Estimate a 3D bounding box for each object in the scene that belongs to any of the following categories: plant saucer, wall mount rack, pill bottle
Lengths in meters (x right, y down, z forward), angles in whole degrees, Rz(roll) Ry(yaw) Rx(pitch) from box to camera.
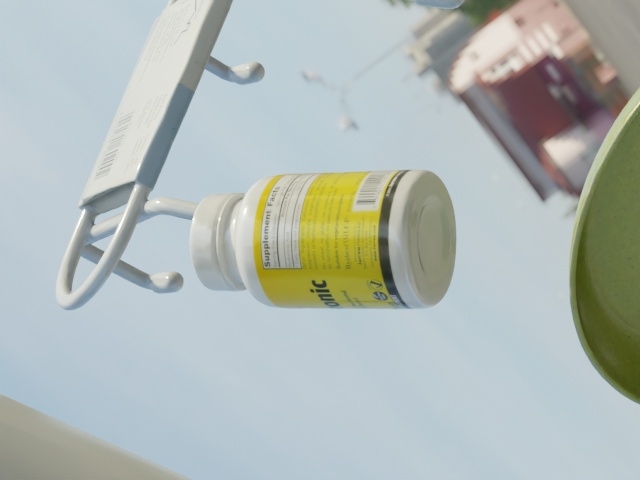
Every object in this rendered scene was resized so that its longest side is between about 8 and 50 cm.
[{"bbox_3d":[0.214,-0.024,0.766,0.241,0.241,0.037,45,-174,-39],"label":"plant saucer"},{"bbox_3d":[-0.057,-0.089,1.233,0.130,0.350,0.304,29,158,-25],"label":"wall mount rack"},{"bbox_3d":[0.000,0.000,0.781,0.065,0.116,0.065,1,-91,-63],"label":"pill bottle"}]

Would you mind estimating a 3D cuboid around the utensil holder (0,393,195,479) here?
[{"bbox_3d":[-0.169,0.194,0.528,0.385,0.328,0.328,26,-162,-15],"label":"utensil holder"}]
